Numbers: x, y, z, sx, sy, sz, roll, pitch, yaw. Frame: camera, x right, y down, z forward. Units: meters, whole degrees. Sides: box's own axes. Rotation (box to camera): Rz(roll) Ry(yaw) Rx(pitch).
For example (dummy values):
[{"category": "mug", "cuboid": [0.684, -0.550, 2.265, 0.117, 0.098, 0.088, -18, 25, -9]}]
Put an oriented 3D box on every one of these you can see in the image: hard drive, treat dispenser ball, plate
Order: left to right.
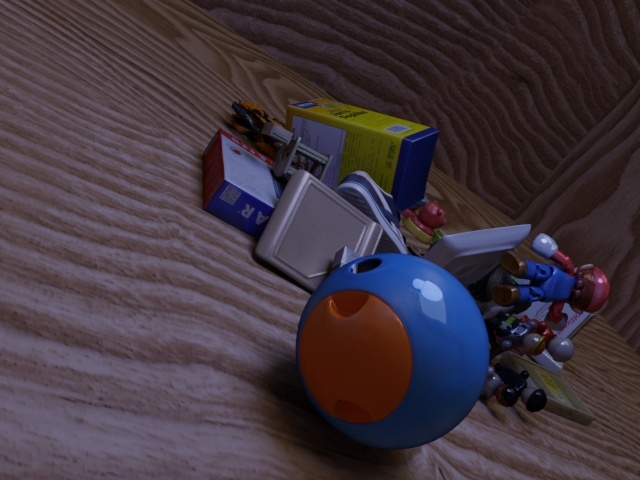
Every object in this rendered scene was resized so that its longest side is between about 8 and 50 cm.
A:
[{"category": "treat dispenser ball", "cuboid": [0.106, 0.162, 0.983, 0.288, 0.288, 0.288, 34, 19, -13]}, {"category": "plate", "cuboid": [0.350, 0.059, 1.617, 0.278, 0.277, 0.045, -7, 63, -28]}, {"category": "hard drive", "cuboid": [0.624, 0.269, 2.099, 0.353, 0.047, 0.233, 42, 18, 13]}]

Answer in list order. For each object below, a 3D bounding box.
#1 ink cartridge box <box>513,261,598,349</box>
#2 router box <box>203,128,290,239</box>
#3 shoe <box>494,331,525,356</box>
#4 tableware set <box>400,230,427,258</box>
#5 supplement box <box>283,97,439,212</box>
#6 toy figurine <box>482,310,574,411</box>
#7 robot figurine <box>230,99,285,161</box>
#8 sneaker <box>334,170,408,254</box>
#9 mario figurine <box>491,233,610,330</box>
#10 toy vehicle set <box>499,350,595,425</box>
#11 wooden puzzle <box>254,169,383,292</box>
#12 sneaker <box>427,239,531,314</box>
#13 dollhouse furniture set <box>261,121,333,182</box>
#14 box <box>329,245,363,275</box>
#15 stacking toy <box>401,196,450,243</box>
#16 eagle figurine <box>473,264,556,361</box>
[{"category": "ink cartridge box", "cuboid": [0.718, 0.209, 2.069, 0.233, 0.171, 0.168, 48, 20, 26]}, {"category": "router box", "cuboid": [-0.107, -0.090, 1.506, 0.335, 0.082, 0.301, 30, 20, -25]}, {"category": "shoe", "cuboid": [0.514, 0.258, 1.859, 0.178, 0.081, 0.063, 44, 19, 15]}, {"category": "tableware set", "cuboid": [0.272, 0.001, 2.078, 0.194, 0.039, 0.128, 44, 19, 16]}, {"category": "supplement box", "cuboid": [0.095, -0.229, 1.707, 0.356, 0.194, 0.195, 21, 25, 23]}, {"category": "toy figurine", "cuboid": [0.453, 0.278, 1.488, 0.209, 0.213, 0.148, 18, 13, -48]}, {"category": "robot figurine", "cuboid": [-0.148, -0.305, 1.937, 0.291, 0.085, 0.211, 43, 18, 12]}, {"category": "sneaker", "cuboid": [0.139, -0.021, 1.557, 0.321, 0.126, 0.127, 65, 30, -24]}, {"category": "mario figurine", "cuboid": [0.561, 0.107, 1.619, 0.320, 0.198, 0.170, 9, 45, -25]}, {"category": "toy vehicle set", "cuboid": [0.621, 0.404, 1.787, 0.267, 0.035, 0.166, 26, 22, -33]}, {"category": "wooden puzzle", "cuboid": [0.000, 0.000, 1.373, 0.238, 0.044, 0.221, 33, 63, -18]}, {"category": "sneaker", "cuboid": [0.503, 0.091, 2.008, 0.343, 0.134, 0.146, 39, 37, 21]}, {"category": "dollhouse furniture set", "cuboid": [-0.099, -0.201, 1.564, 0.182, 0.101, 0.161, 24, -1, -36]}, {"category": "box", "cuboid": [0.078, 0.121, 1.307, 0.145, 0.038, 0.186, 33, 47, -18]}, {"category": "stacking toy", "cuboid": [0.408, -0.102, 2.435, 0.279, 0.130, 0.309, 25, 23, -35]}, {"category": "eagle figurine", "cuboid": [0.443, 0.177, 1.768, 0.226, 0.225, 0.298, 9, 42, -30]}]
